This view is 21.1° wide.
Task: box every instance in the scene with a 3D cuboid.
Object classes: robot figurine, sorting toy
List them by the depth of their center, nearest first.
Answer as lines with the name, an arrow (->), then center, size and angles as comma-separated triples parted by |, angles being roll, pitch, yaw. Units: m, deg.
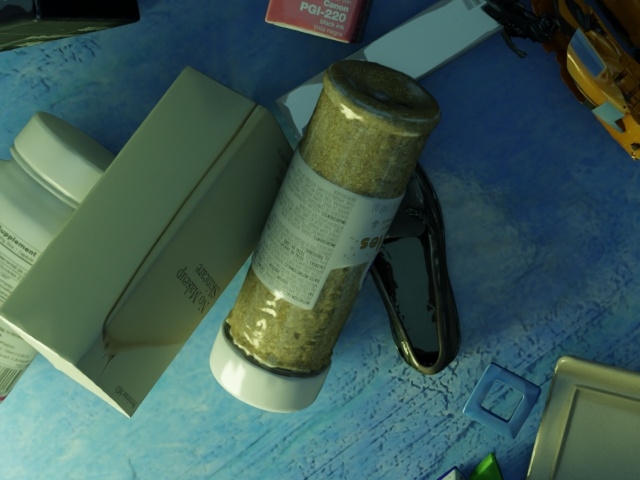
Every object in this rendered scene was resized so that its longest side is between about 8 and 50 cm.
robot figurine -> 0.277, -0.237, 1.688 | 0.291, 0.085, 0.211 | 50, 61, -9
sorting toy -> 0.315, 0.227, 1.793 | 0.348, 0.047, 0.196 | 14, 101, 2

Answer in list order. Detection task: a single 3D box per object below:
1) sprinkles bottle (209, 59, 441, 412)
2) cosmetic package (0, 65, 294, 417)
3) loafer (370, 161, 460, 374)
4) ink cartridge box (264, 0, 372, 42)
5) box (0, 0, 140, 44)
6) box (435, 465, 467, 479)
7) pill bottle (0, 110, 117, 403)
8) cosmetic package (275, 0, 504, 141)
sprinkles bottle -> 0.000, 0.000, 1.697 | 0.121, 0.121, 0.355 | 23, 117, 1
cosmetic package -> -0.159, 0.002, 1.686 | 0.113, 0.160, 0.309 | 30, 78, 25
loafer -> 0.086, 0.010, 1.763 | 0.096, 0.084, 0.267 | -18, 95, 6
ink cartridge box -> 0.023, -0.309, 1.694 | 0.092, 0.158, 0.217 | 15, 98, 3
box -> -0.454, -0.293, 1.568 | 0.472, 0.480, 0.297 | -9, 96, 5
box -> 0.112, 0.310, 1.768 | 0.126, 0.137, 0.072 | -38, 91, 7
pill bottle -> -0.316, 0.019, 1.754 | 0.160, 0.160, 0.283 | 37, 97, -1
cosmetic package -> 0.073, -0.180, 1.737 | 0.239, 0.099, 0.060 | -30, 96, 7
